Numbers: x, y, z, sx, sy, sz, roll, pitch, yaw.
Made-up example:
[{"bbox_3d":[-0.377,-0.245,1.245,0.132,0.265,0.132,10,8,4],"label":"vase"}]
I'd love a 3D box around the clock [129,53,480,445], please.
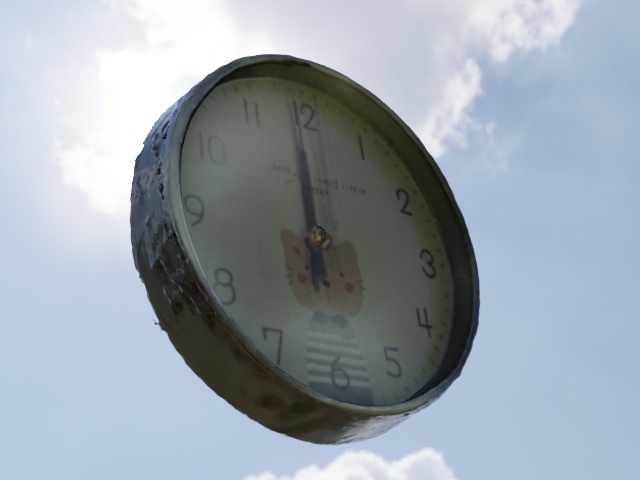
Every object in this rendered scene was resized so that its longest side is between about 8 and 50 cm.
[{"bbox_3d":[0.000,0.000,0.590,0.226,0.226,0.049,31,-40,-26],"label":"clock"}]
